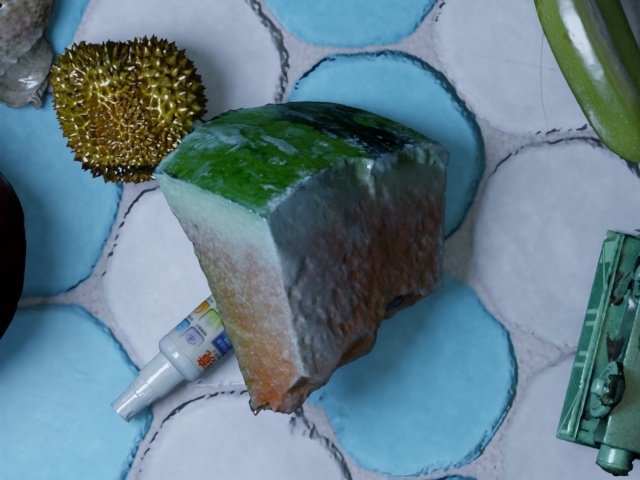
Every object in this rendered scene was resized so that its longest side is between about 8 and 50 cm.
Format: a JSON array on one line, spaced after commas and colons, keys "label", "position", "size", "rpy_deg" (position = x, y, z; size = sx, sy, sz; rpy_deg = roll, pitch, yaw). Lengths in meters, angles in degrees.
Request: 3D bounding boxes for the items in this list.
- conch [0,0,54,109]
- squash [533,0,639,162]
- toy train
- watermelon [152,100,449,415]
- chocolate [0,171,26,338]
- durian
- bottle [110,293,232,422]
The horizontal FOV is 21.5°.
[{"label": "conch", "position": [-0.341, -0.233, 1.751], "size": [0.155, 0.130, 0.207], "rpy_deg": [-5, 110, 28]}, {"label": "squash", "position": [0.278, -0.234, 1.786], "size": [0.094, 0.094, 0.341], "rpy_deg": [-22, 89, -6]}, {"label": "toy train", "position": [0.332, 0.110, 1.723], "size": [0.115, 0.154, 0.269], "rpy_deg": [15, 83, -1]}, {"label": "watermelon", "position": [0.007, -0.009, 1.677], "size": [0.264, 0.151, 0.302], "rpy_deg": [-26, 97, -43]}, {"label": "chocolate", "position": [-0.449, -0.002, 1.608], "size": [0.331, 0.383, 0.384], "rpy_deg": [35, 83, -16]}, {"label": "durian", "position": [-0.192, -0.137, 1.723], "size": [0.158, 0.137, 0.168], "rpy_deg": [-21, 77, 15]}, {"label": "bottle", "position": [-0.128, 0.105, 1.740], "size": [0.217, 0.060, 0.060], "rpy_deg": [-41, 89, -7]}]
